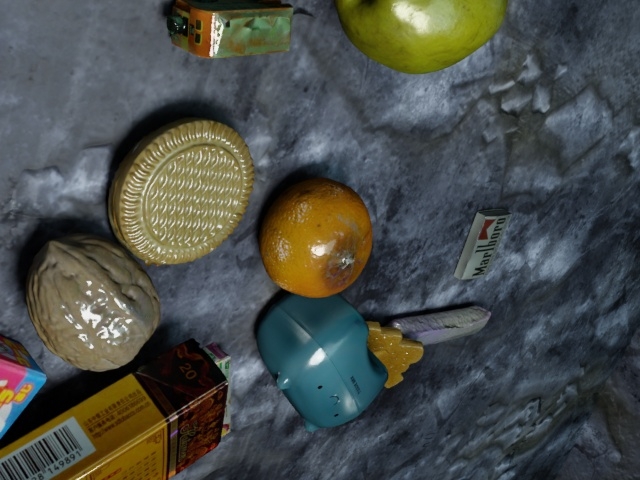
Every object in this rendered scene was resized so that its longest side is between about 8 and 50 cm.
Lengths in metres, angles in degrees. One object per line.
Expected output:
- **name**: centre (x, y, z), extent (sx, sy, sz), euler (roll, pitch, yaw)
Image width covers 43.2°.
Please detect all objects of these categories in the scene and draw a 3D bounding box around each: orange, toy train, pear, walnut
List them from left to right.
- **walnut**: centre (-0.332, 0.087, 1.170), extent (0.178, 0.178, 0.230), euler (-39, 128, -19)
- **toy train**: centre (-0.124, -0.303, 1.140), extent (0.188, 0.099, 0.072), euler (-17, 129, -39)
- **orange**: centre (0.000, 0.000, 1.439), extent (0.224, 0.170, 0.224), euler (-26, 135, -29)
- **pear**: centre (0.160, -0.390, 1.263), extent (0.307, 0.253, 0.252), euler (-21, 132, -51)

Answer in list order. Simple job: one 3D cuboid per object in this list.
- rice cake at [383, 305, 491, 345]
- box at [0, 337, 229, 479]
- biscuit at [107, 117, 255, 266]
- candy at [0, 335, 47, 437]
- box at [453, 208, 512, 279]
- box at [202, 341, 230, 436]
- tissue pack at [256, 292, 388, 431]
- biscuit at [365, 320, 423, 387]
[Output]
- **rice cake**: centre (0.285, 0.210, 1.976), extent (0.399, 0.064, 0.070), euler (-4, 142, -46)
- **box**: centre (-0.350, 0.355, 1.328), extent (0.415, 0.116, 0.264), euler (-31, 153, -29)
- **biscuit**: centre (-0.212, -0.071, 1.239), extent (0.259, 0.079, 0.259), euler (-27, 134, -32)
- **candy**: centre (-0.537, 0.179, 1.074), extent (0.157, 0.100, 0.306), euler (-52, 143, 0)
- **box**: centre (0.396, 0.011, 1.968), extent (0.115, 0.036, 0.177), euler (-7, 123, -43)
- **box**: centre (-0.202, 0.291, 1.544), extent (0.041, 0.050, 0.207), euler (-23, 133, -35)
- **tissue pack**: centre (-0.005, 0.235, 1.586), extent (0.206, 0.198, 0.287), euler (-38, 141, -14)
- **biscuit**: centre (0.109, 0.250, 1.799), extent (0.212, 0.041, 0.238), euler (-31, 125, 14)
